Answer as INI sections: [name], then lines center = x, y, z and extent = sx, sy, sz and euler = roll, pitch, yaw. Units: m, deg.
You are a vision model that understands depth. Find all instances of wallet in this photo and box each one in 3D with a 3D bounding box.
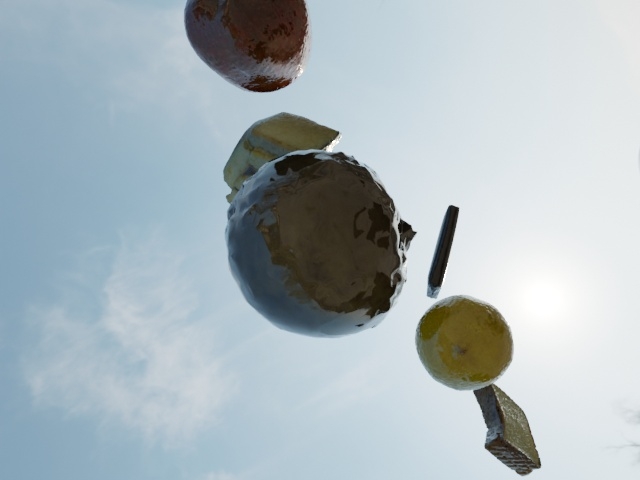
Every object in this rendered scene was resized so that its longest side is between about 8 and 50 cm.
[wallet]
center = 0.326, 0.038, 1.355
extent = 0.044, 0.149, 0.250
euler = 13, -108, 13

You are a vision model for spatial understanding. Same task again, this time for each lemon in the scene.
[lemon]
center = 0.267, 0.189, 0.941
extent = 0.203, 0.178, 0.178
euler = 24, -129, -72

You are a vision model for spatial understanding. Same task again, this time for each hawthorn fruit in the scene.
[hawthorn fruit]
center = -0.154, -0.486, 1.218
extent = 0.369, 0.285, 0.284
euler = 56, -152, -70

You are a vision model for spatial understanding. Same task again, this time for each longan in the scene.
[longan]
center = 0.000, 0.000, 1.006
extent = 0.391, 0.391, 0.390
euler = 16, -117, -34

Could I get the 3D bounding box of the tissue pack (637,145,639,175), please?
[tissue pack]
center = 0.701, -0.121, 0.846
extent = 0.387, 0.267, 0.276
euler = 1, -115, -49

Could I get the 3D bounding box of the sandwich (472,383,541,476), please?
[sandwich]
center = 0.506, 0.509, 1.370
extent = 0.186, 0.065, 0.214
euler = 40, -154, -20

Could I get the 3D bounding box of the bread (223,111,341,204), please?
[bread]
center = -0.145, -0.254, 1.588
extent = 0.264, 0.395, 0.239
euler = 41, -144, 5
